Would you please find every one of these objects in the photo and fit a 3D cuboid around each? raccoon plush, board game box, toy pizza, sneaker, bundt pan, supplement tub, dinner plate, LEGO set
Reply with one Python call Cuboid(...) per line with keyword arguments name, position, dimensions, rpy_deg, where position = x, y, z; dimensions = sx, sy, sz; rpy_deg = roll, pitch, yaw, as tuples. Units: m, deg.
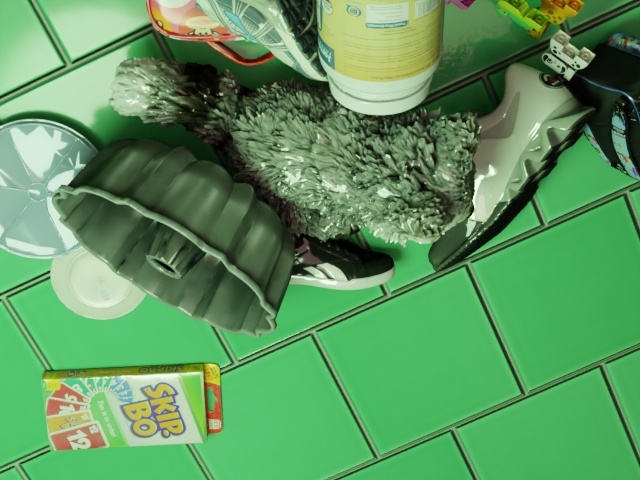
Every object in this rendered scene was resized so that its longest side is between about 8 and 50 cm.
Cuboid(name="raccoon plush", position=(-0.022, -0.100, 1.338), dimensions=(0.446, 0.299, 0.216), rpy_deg=(5, 94, -20))
Cuboid(name="board game box", position=(-0.278, 0.248, 1.646), dimensions=(0.259, 0.039, 0.124), rpy_deg=(-3, 112, -6))
Cuboid(name="toy pizza", position=(-0.385, -0.071, 1.511), dimensions=(0.201, 0.032, 0.201), rpy_deg=(-1, 110, -4))
Cuboid(name="sneaker", position=(0.225, -0.101, 1.510), dimensions=(0.146, 0.122, 0.330), rpy_deg=(44, 124, 15))
Cuboid(name="sneaker", position=(0.000, 0.000, 1.543), dimensions=(0.217, 0.079, 0.121), rpy_deg=(1, 113, -3))
Cuboid(name="bundt pan", position=(-0.173, -0.015, 1.422), dimensions=(0.331, 0.331, 0.124), rpy_deg=(36, 68, -16))
Cuboid(name="supplement tub", position=(0.067, -0.256, 1.238), dimensions=(0.144, 0.144, 0.199), rpy_deg=(-5, 135, -2))
Cuboid(name="dinner plate", position=(-0.315, 0.052, 1.574), dimensions=(0.141, 0.017, 0.141), rpy_deg=(-2, 113, -4))
Cuboid(name="LEGO set", position=(0.263, -0.297, 1.443), dimensions=(0.227, 0.093, 0.087), rpy_deg=(38, 68, 10))
Cuboid(name="sneaker", position=(-0.075, -0.288, 1.305), dimensions=(0.283, 0.122, 0.110), rpy_deg=(40, 61, -38))

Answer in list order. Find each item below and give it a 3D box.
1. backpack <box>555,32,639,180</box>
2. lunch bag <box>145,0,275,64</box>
Cuboid(name="backpack", position=(0.419, -0.169, 1.474), dimensions=(0.117, 0.158, 0.173), rpy_deg=(-38, 124, -9))
Cuboid(name="lunch bag", position=(-0.077, -0.348, 1.378), dimensions=(0.293, 0.120, 0.258), rpy_deg=(0, 112, -5))
